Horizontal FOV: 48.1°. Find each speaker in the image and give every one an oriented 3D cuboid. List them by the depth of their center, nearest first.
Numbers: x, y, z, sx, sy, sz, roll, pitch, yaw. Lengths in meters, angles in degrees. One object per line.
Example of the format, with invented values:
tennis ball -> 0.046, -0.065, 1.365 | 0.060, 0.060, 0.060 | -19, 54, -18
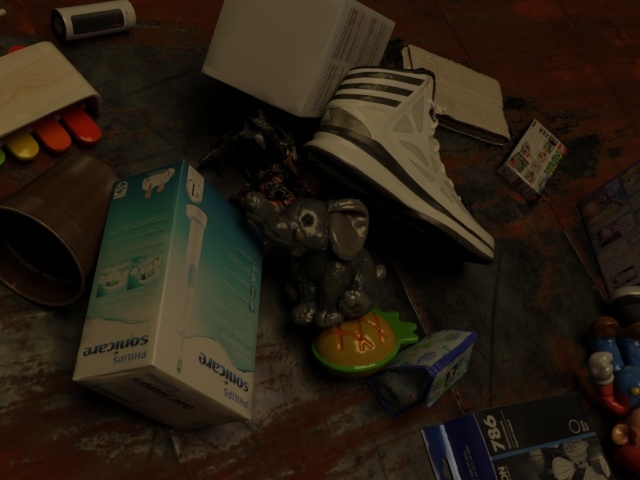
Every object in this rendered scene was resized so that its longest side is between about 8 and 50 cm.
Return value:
speaker -> -0.391, -0.382, 1.241 | 0.136, 0.055, 0.055 | -24, 76, -38

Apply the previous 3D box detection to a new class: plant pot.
plant pot -> -0.354, -0.024, 0.986 | 0.167, 0.167, 0.165 | 35, 42, -7

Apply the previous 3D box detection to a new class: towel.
towel -> 0.301, -0.328, 1.610 | 0.282, 0.049, 0.187 | 14, 57, -23

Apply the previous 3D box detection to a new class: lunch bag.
lunch bag -> 0.170, 0.204, 1.144 | 0.128, 0.151, 0.096 | -31, 79, -40

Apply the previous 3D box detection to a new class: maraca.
maraca -> 0.071, 0.158, 1.143 | 0.185, 0.099, 0.127 | -20, 39, -34

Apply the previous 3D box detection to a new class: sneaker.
sneaker -> 0.193, -0.144, 1.253 | 0.447, 0.169, 0.258 | 33, 77, -33
sneaker -> 0.708, 0.211, 1.479 | 0.268, 0.101, 0.153 | 34, 48, -11

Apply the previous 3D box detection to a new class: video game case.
video game case -> 0.694, -0.041, 1.517 | 0.061, 0.269, 0.244 | 6, 60, -28

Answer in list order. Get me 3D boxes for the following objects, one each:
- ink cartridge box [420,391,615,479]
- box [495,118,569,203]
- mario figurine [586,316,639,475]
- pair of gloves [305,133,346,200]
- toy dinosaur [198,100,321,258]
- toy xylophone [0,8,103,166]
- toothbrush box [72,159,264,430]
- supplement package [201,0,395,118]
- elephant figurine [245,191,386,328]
ink cartridge box -> 0.336, 0.360, 1.204 | 0.332, 0.065, 0.166 | -3, 64, -30
box -> 0.486, -0.183, 1.635 | 0.114, 0.036, 0.207 | 43, 50, -1
mario figurine -> 0.611, 0.286, 1.326 | 0.198, 0.170, 0.321 | -13, 51, 13
pair of gloves -> 0.050, -0.137, 1.367 | 0.198, 0.023, 0.159 | 1, 61, -30
toy dinosaur -> -0.077, -0.110, 1.228 | 0.218, 0.164, 0.322 | 44, 30, -18
toy xylophone -> -0.488, -0.217, 1.067 | 0.322, 0.081, 0.236 | -29, 79, -39
toothbrush box -> -0.188, 0.079, 0.969 | 0.216, 0.126, 0.296 | 46, 36, -50
supplement package -> -0.030, -0.334, 1.228 | 0.199, 0.198, 0.262 | 27, 17, 17
elephant figurine -> 0.000, 0.000, 1.103 | 0.186, 0.169, 0.240 | -89, 164, -71
